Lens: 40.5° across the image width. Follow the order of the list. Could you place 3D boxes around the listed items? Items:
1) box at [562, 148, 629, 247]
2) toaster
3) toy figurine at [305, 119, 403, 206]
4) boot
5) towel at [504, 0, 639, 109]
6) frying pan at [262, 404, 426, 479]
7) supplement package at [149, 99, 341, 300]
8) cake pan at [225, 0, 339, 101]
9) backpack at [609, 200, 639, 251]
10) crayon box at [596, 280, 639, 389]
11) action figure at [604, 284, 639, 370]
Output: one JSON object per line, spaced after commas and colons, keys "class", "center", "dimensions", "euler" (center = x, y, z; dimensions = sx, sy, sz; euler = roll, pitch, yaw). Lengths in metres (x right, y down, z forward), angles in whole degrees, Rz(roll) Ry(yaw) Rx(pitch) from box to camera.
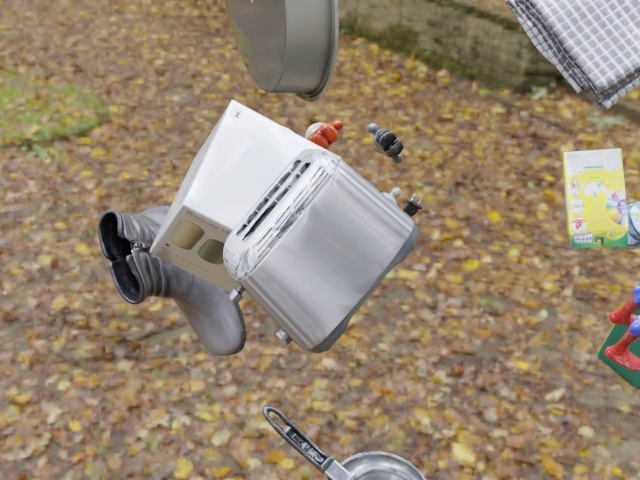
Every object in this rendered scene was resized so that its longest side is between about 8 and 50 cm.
{"class": "box", "center": [0.496, -0.073, 1.567], "dimensions": [0.105, 0.179, 0.043], "euler": [-3, -16, 12]}
{"class": "toaster", "center": [0.000, 0.000, 0.959], "dimensions": [0.146, 0.227, 0.129], "euler": [41, -3, -19]}
{"class": "toy figurine", "center": [0.063, -0.140, 1.782], "dimensions": [0.209, 0.213, 0.148], "euler": [1, 7, -6]}
{"class": "boot", "center": [-0.287, 0.092, 1.630], "dimensions": [0.118, 0.338, 0.223], "euler": [-33, -5, 25]}
{"class": "towel", "center": [0.506, -0.405, 1.555], "dimensions": [0.235, 0.121, 0.283], "euler": [-34, 77, -5]}
{"class": "frying pan", "center": [0.063, 0.369, 1.353], "dimensions": [0.197, 0.053, 0.326], "euler": [-21, 77, -17]}
{"class": "supplement package", "center": [-0.129, -0.054, 1.418], "dimensions": [0.199, 0.263, 0.198], "euler": [27, 65, -12]}
{"class": "cake pan", "center": [-0.058, -0.300, 0.991], "dimensions": [0.054, 0.293, 0.293], "euler": [-14, 30, -17]}
{"class": "backpack", "center": [0.685, -0.033, 1.921], "dimensions": [0.114, 0.105, 0.084], "euler": [-14, -13, -25]}
{"class": "crayon box", "center": [0.689, 0.088, 1.541], "dimensions": [0.363, 0.313, 0.106], "euler": [-4, 37, -43]}
{"class": "action figure", "center": [0.430, 0.054, 0.932], "dimensions": [0.139, 0.280, 0.091], "euler": [17, 55, 2]}
